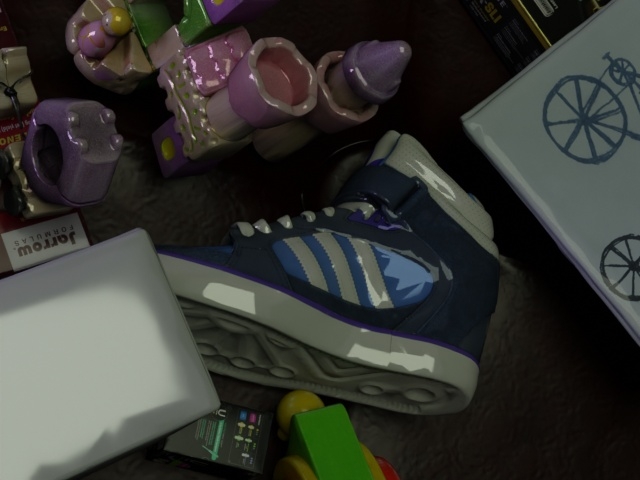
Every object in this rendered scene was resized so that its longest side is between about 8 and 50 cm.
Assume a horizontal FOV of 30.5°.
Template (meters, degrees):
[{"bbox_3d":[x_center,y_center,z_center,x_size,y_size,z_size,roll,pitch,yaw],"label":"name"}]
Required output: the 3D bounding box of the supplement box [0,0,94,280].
[{"bbox_3d":[-0.284,-0.076,0.927,0.130,0.073,0.239,-19,83,-26],"label":"supplement box"}]

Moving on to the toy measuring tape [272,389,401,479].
[{"bbox_3d":[0.031,0.269,0.904,0.121,0.121,0.330,-10,60,-24],"label":"toy measuring tape"}]

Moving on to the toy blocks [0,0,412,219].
[{"bbox_3d":[-0.092,-0.205,0.897,0.309,0.260,0.289,-15,81,-43],"label":"toy blocks"}]

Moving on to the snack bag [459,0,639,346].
[{"bbox_3d":[0.338,-0.063,1.105,0.323,0.037,0.342,-39,90,-25],"label":"snack bag"}]

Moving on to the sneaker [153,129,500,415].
[{"bbox_3d":[0.001,0.000,0.999,0.322,0.130,0.236,17,59,-11],"label":"sneaker"}]

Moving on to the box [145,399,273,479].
[{"bbox_3d":[-0.089,0.157,0.939,0.083,0.062,0.052,17,68,-17],"label":"box"}]

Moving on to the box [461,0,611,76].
[{"bbox_3d":[0.320,-0.209,1.203,0.257,0.079,0.322,-33,88,-28],"label":"box"}]

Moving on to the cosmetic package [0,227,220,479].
[{"bbox_3d":[-0.219,0.114,0.811,0.224,0.224,0.138,-22,83,-25],"label":"cosmetic package"}]
